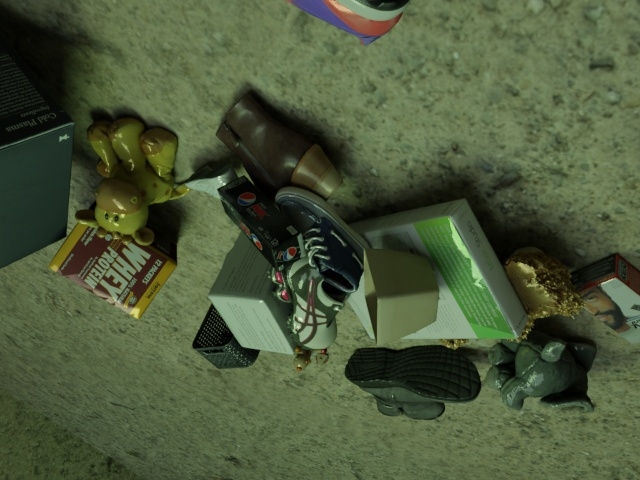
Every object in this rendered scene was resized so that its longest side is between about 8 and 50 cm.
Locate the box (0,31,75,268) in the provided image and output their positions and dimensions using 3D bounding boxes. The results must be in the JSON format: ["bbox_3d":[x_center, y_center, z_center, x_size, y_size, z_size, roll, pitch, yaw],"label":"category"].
[{"bbox_3d":[-0.566,-0.164,0.981,0.312,0.179,0.343,48,143,10],"label":"box"}]

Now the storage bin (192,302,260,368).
[{"bbox_3d":[-0.181,0.178,1.325,0.122,0.180,0.084,-11,134,36],"label":"storage bin"}]

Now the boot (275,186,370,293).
[{"bbox_3d":[0.000,0.000,0.953,0.190,0.086,0.069,36,137,-19],"label":"boot"}]

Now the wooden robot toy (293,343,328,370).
[{"bbox_3d":[-0.038,0.271,1.458,0.076,0.079,0.173,-7,136,33],"label":"wooden robot toy"}]

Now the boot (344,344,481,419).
[{"bbox_3d":[0.241,0.340,1.404,0.338,0.118,0.222,1,143,42],"label":"boot"}]

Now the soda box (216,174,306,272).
[{"bbox_3d":[-0.093,-0.029,0.953,0.169,0.053,0.060,46,159,35],"label":"soda box"}]

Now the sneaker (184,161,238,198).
[{"bbox_3d":[-0.185,-0.095,1.058,0.152,0.053,0.061,8,141,53],"label":"sneaker"}]

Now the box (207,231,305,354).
[{"bbox_3d":[-0.100,0.091,1.175,0.119,0.181,0.181,4,141,24],"label":"box"}]

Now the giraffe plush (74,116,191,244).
[{"bbox_3d":[-0.340,-0.087,1.075,0.182,0.170,0.210,2,140,23],"label":"giraffe plush"}]

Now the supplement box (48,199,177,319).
[{"bbox_3d":[-0.397,0.027,1.204,0.191,0.129,0.194,35,-178,-18],"label":"supplement box"}]

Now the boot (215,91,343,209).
[{"bbox_3d":[-0.087,-0.114,1.020,0.207,0.090,0.248,41,145,-4],"label":"boot"}]

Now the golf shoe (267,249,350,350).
[{"bbox_3d":[-0.001,0.120,1.108,0.120,0.105,0.272,5,142,23],"label":"golf shoe"}]

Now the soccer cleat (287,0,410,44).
[{"bbox_3d":[-0.048,-0.330,0.693,0.318,0.108,0.116,29,163,-5],"label":"soccer cleat"}]

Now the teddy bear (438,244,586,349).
[{"bbox_3d":[0.283,0.089,1.064,0.245,0.113,0.338,39,144,5],"label":"teddy bear"}]

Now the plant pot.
[{"bbox_3d":[0.122,0.079,0.924,0.096,0.109,0.109,-8,132,-3],"label":"plant pot"}]

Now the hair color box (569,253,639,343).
[{"bbox_3d":[0.500,0.100,1.005,0.167,0.053,0.093,34,142,-15],"label":"hair color box"}]

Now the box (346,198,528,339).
[{"bbox_3d":[0.155,0.063,1.027,0.322,0.058,0.232,-10,118,51],"label":"box"}]

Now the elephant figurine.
[{"bbox_3d":[0.455,0.257,1.172,0.240,0.186,0.169,21,102,-18],"label":"elephant figurine"}]
